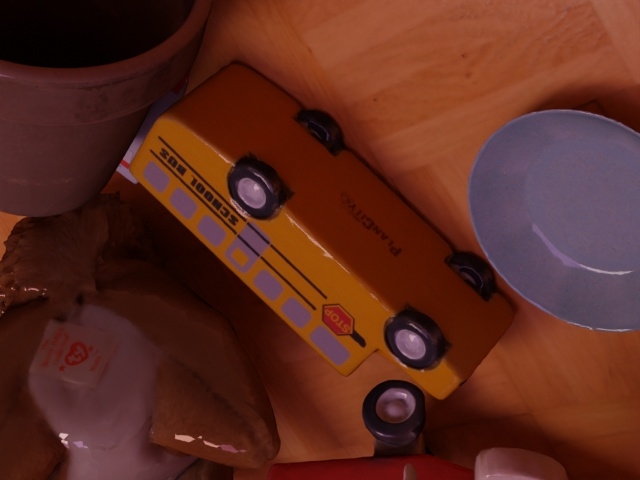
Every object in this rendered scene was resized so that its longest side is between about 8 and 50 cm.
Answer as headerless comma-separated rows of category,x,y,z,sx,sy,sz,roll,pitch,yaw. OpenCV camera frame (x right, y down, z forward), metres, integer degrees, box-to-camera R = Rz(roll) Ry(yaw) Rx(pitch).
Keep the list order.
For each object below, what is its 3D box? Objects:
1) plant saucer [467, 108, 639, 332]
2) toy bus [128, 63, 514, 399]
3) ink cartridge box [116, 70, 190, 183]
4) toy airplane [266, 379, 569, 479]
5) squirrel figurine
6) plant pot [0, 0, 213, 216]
plant saucer,0.206,-0.020,1.005,0.195,0.037,0.195,21,133,25
toy bus,0.000,0.000,1.128,0.332,0.108,0.130,43,137,3
ink cartridge box,-0.193,-0.156,1.210,0.145,0.045,0.179,36,139,9
toy airplane,0.164,0.307,1.108,0.386,0.272,0.384,40,149,-18
squirrel figurine,-0.196,0.164,1.326,0.370,0.281,0.397,75,173,-59
plant pot,-0.231,-0.145,1.097,0.263,0.263,0.229,33,139,14
